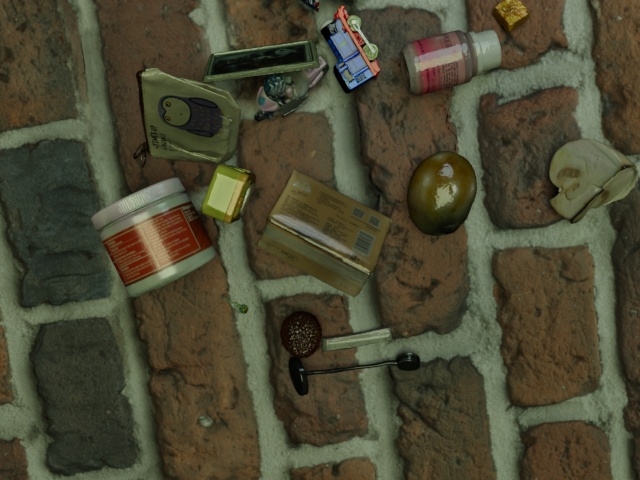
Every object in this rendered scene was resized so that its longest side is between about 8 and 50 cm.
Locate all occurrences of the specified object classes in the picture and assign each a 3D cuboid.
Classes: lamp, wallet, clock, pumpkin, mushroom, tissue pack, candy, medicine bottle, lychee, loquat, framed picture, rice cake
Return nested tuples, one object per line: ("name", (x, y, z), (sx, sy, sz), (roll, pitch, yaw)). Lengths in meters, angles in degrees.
("lamp", (0.095, 0.384, 1.821), (0.371, 0.109, 0.130), (4, 139, -5))
("wallet", (-0.348, -0.298, 1.678), (0.274, 0.335, 0.068), (6, 56, -7))
("clock", (-0.239, -0.124, 1.715), (0.096, 0.202, 0.143), (20, 96, -2))
("pumpkin", (0.515, -0.610, 1.747), (0.074, 0.054, 0.083), (-33, 74, 0))
("mushroom", (0.737, -0.178, 1.767), (0.162, 0.173, 0.236), (-2, 142, -36))
("tissue pack", (0.000, 0.000, 1.749), (0.305, 0.238, 0.239), (27, 95, -3))
("candy", (-0.244, 0.183, 1.841), (0.083, 0.025, 0.023), (26, 67, 6))
("medicine bottle", (0.343, -0.478, 1.715), (0.247, 0.147, 0.147), (-15, 96, 1))
("medicine bottle", (-0.432, -0.007, 1.701), (0.252, 0.252, 0.241), (-25, 96, 2))
("lychee", (-0.051, 0.264, 1.798), (0.123, 0.129, 0.123), (-12, 131, -14))
("loquat", (0.322, -0.124, 1.737), (0.179, 0.179, 0.228), (19, 92, -2))
("framed picture", (-0.153, -0.470, 1.676), (0.296, 0.232, 0.019), (-8, 122, 0))
("rice cake", (0.102, 0.280, 1.843), (0.206, 0.036, 0.047), (-12, 84, 1))

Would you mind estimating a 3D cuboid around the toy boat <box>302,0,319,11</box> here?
("toy boat", (0.045, -0.687, 1.716), (0.318, 0.072, 0.219), (21, 72, -6))

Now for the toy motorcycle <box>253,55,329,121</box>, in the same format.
("toy motorcycle", (-0.083, -0.403, 1.689), (0.108, 0.204, 0.239), (38, 91, 7))

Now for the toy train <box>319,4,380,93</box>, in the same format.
("toy train", (0.077, -0.511, 1.739), (0.131, 0.083, 0.204), (-31, 95, 5))
